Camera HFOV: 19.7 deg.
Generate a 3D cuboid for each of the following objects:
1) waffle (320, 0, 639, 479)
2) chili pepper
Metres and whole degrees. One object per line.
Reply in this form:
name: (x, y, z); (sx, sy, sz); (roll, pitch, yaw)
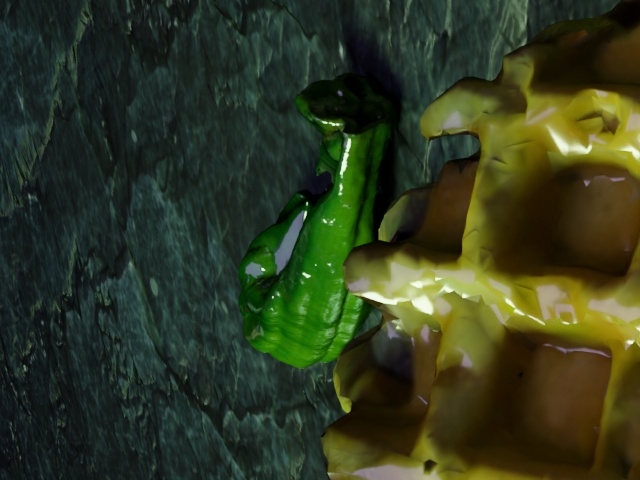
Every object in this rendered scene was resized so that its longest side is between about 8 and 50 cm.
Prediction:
waffle: (0.177, 0.042, 0.524); (0.382, 0.095, 0.379); (-41, 53, 22)
chili pepper: (0.000, -0.001, 1.193); (0.253, 0.083, 0.099); (107, 151, -49)
